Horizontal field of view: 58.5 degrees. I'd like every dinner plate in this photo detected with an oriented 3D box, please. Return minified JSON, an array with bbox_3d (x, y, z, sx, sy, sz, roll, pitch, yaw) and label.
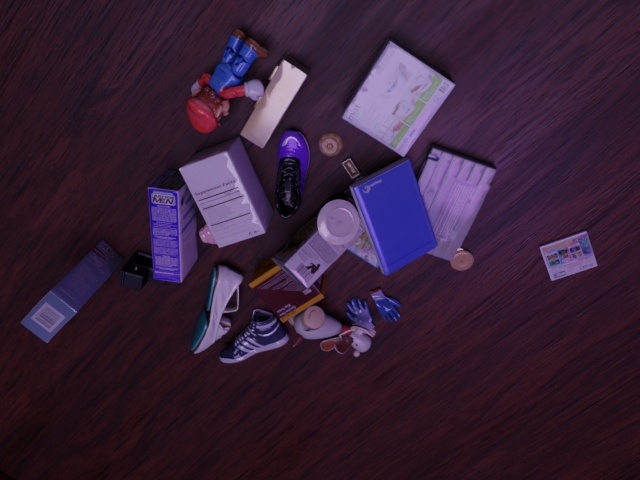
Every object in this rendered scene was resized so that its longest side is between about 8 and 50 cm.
[{"bbox_3d":[0.059,-0.056,1.769,0.141,0.017,0.141,-1,94,-18],"label":"dinner plate"}]

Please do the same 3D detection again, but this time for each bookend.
[{"bbox_3d":[-0.617,0.119,2.048,0.156,0.157,0.072,16,117,-1],"label":"bookend"}]

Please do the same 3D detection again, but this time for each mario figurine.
[{"bbox_3d":[-0.281,-0.464,1.735,0.170,0.198,0.320,30,104,-27],"label":"mario figurine"}]

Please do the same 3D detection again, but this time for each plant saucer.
[{"bbox_3d":[0.032,-0.309,1.849,0.083,0.015,0.083,2,116,5],"label":"plant saucer"}]

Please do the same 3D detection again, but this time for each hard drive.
[{"bbox_3d":[0.238,-0.074,1.819,0.210,0.040,0.318,-28,113,-14],"label":"hard drive"}]

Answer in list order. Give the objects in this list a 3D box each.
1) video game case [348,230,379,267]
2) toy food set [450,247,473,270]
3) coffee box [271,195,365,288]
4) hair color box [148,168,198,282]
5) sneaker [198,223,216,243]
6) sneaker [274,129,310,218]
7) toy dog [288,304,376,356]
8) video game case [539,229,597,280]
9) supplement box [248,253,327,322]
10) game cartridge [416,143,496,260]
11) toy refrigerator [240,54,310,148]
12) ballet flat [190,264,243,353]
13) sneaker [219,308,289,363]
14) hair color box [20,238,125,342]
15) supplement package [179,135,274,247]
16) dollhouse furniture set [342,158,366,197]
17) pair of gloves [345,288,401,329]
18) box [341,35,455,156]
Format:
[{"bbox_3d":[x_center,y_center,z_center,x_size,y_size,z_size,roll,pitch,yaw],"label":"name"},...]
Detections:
[{"bbox_3d":[0.165,0.010,1.994,0.166,0.015,0.119,32,115,-10],"label":"video game case"},{"bbox_3d":[0.489,0.069,1.987,0.083,0.020,0.082,22,117,-6],"label":"toy food set"},{"bbox_3d":[0.000,0.000,1.851,0.297,0.168,0.119,-46,108,-11],"label":"coffee box"},{"bbox_3d":[-0.494,-0.051,1.936,0.110,0.185,0.338,8,116,3],"label":"hair color box"},{"bbox_3d":[-0.394,-0.047,2.002,0.070,0.051,0.134,2,121,-1],"label":"sneaker"},{"bbox_3d":[-0.095,-0.202,1.842,0.102,0.146,0.293,6,117,3],"label":"sneaker"},{"bbox_3d":[0.022,0.355,2.081,0.334,0.220,0.161,23,74,2],"label":"toy dog"},{"bbox_3d":[0.843,0.052,1.945,0.157,0.019,0.143,-21,112,16],"label":"video game case"},{"bbox_3d":[-0.112,0.147,2.026,0.191,0.129,0.194,-33,108,19],"label":"supplement box"},{"bbox_3d":[0.404,-0.118,1.884,0.230,0.068,0.355,17,117,-7],"label":"game cartridge"},{"bbox_3d":[-0.143,-0.429,1.760,0.094,0.102,0.269,32,116,-10],"label":"toy refrigerator"},{"bbox_3d":[-0.379,0.272,2.127,0.139,0.139,0.400,20,116,-4],"label":"ballet flat"},{"bbox_3d":[-0.274,0.358,2.162,0.282,0.099,0.153,-19,118,7],"label":"sneaker"},{"bbox_3d":[-0.841,0.164,1.970,0.185,0.374,0.113,-40,106,22],"label":"hair color box"},{"bbox_3d":[-0.299,-0.159,1.866,0.175,0.177,0.293,-17,113,14],"label":"supplement package"},{"bbox_3d":[0.094,-0.196,1.861,0.091,0.081,0.114,-29,110,18],"label":"dollhouse furniture set"},{"bbox_3d":[0.198,0.256,2.110,0.198,0.023,0.159,-27,112,18],"label":"pair of gloves"},{"bbox_3d":[0.227,-0.428,1.709,0.231,0.127,0.262,30,116,-8],"label":"box"}]
